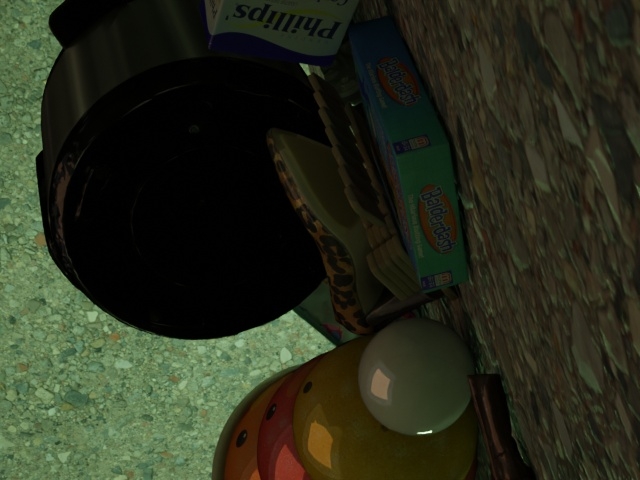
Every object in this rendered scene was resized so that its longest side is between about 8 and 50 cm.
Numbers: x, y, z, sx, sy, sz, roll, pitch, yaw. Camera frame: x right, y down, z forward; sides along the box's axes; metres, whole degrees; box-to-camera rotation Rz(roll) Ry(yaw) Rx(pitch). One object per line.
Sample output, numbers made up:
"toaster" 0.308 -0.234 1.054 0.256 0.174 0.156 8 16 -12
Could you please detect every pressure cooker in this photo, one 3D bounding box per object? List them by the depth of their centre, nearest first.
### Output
"pressure cooker" -0.167 -0.118 1.371 0.420 0.376 0.370 -116 33 -56

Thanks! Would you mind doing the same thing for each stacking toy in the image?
"stacking toy" 0.072 0.214 1.227 0.480 0.351 0.350 111 148 -56

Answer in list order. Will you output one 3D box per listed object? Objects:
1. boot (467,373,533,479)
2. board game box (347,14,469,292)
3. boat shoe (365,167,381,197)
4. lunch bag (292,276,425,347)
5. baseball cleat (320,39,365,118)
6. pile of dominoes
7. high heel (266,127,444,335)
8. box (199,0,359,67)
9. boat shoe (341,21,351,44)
"boot" 0.155 0.177 0.958 0.106 0.037 0.114 109 145 -65
"board game box" 0.078 -0.081 0.972 0.210 0.047 0.160 -105 0 -47
"boat shoe" 0.060 -0.059 1.450 0.258 0.084 0.095 85 169 -86
"lunch bag" 0.051 0.057 1.564 0.262 0.160 0.223 38 -167 -21
"baseball cleat" 0.048 -0.178 1.279 0.109 0.072 0.206 60 -170 -22
"pile of dominoes" 0.049 -0.052 1.094 0.196 0.040 0.251 42 -159 -39
"high heel" 0.000 0.000 1.205 0.261 0.093 0.186 47 146 -7
"box" -0.030 -0.237 0.972 0.072 0.126 0.137 -106 30 -42
"boat shoe" -0.020 -0.316 1.376 0.307 0.104 0.110 75 179 -60
